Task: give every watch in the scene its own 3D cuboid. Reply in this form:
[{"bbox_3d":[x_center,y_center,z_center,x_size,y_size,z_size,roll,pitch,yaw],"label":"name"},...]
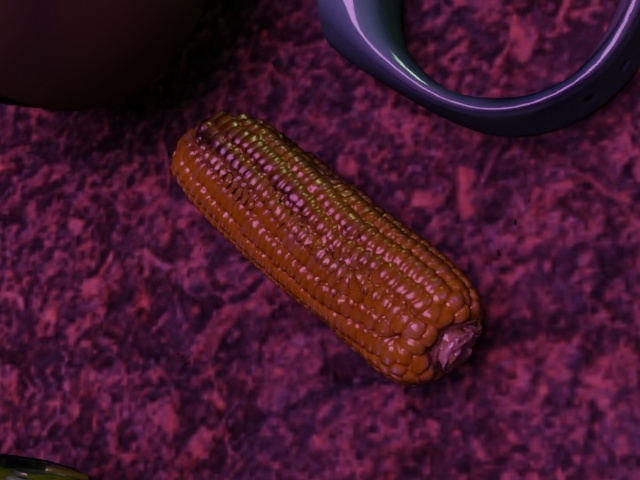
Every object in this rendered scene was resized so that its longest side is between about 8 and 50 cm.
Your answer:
[{"bbox_3d":[0.094,-0.175,0.725,0.195,0.068,0.237,1,79,23],"label":"watch"}]

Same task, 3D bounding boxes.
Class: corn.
[{"bbox_3d":[0.000,0.000,0.725,0.203,0.072,0.072,39,95,27],"label":"corn"}]

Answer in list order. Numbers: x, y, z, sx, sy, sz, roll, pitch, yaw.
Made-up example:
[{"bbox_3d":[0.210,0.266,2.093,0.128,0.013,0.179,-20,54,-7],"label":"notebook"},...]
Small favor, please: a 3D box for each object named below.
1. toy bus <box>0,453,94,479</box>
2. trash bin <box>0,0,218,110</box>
[{"bbox_3d":[-0.144,0.249,0.699,0.150,0.128,0.262,9,83,25],"label":"toy bus"},{"bbox_3d":[-0.152,-0.230,0.765,0.214,0.214,0.334,-6,75,23],"label":"trash bin"}]
